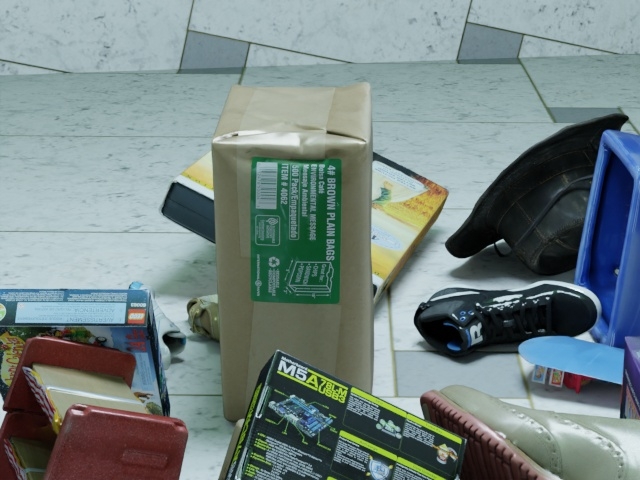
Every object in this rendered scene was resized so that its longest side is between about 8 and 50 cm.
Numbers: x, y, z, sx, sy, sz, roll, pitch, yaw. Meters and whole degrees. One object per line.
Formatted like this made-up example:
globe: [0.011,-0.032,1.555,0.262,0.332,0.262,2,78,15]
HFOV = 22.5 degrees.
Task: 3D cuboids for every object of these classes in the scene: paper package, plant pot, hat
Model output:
paper package: [-0.023,0.008,1.785,0.168,0.324,0.309,0,17,1]
plant pot: [0.447,0.009,1.971,0.212,0.236,0.236,6,16,-4]
hat: [0.336,-0.037,2.214,0.331,0.331,0.134,-18,63,-47]

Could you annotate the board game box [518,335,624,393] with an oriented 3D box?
board game box: [0.307,0.149,1.824,0.169,0.033,0.133,12,15,21]

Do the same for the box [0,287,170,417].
box: [-0.237,0.127,1.584,0.159,0.233,0.044,-1,56,1]

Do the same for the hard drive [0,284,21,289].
hard drive: [-0.451,0.116,1.907,0.203,0.040,0.307,10,19,31]

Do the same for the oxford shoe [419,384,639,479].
oxford shoe: [0.232,0.206,1.415,0.130,0.123,0.348,-37,43,-23]

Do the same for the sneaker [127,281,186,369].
sneaker: [-0.199,0.110,1.907,0.083,0.071,0.190,6,25,-3]

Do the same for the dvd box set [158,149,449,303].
dvd box set: [-0.009,-0.054,2.226,0.308,0.062,0.420,27,24,8]

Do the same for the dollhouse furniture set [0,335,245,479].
dollhouse furniture set: [-0.095,0.215,1.464,0.374,0.152,0.201,12,11,-22]

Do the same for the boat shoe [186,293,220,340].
boat shoe: [-0.140,0.097,1.969,0.045,0.050,0.135,-6,7,-9]

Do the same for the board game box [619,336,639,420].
board game box: [0.314,0.184,1.510,0.048,0.141,0.170,0,16,2]

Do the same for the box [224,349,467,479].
box: [0.018,0.205,1.338,0.191,0.045,0.184,25,44,-9]

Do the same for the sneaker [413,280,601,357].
sneaker: [0.217,0.103,1.915,0.217,0.079,0.121,-1,18,26]
